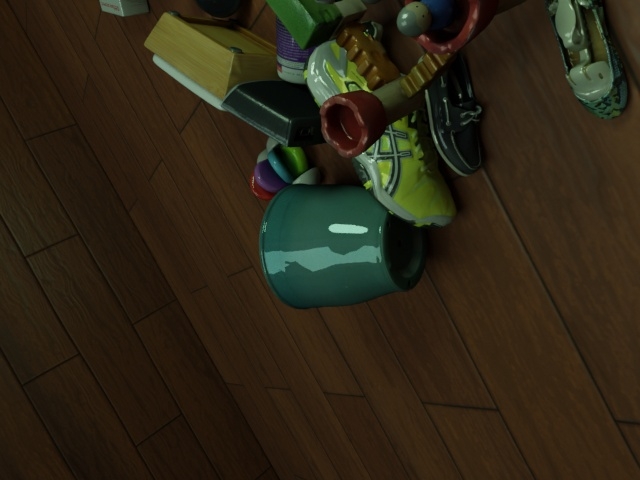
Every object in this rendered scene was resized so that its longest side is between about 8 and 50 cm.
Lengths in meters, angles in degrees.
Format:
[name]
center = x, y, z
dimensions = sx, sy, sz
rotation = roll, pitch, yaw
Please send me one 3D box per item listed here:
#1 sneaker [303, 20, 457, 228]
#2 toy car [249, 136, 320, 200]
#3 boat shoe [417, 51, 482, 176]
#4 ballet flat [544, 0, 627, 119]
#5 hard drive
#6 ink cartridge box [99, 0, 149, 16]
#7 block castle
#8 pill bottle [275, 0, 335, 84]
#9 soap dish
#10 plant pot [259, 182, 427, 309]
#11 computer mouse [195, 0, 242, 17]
[sneaker]
center = 0.125, -0.189, 0.834
dimensions = 0.147, 0.145, 0.384
rotation = -32, 98, 39
[toy car]
center = -0.101, -0.157, 1.158
dimensions = 0.159, 0.136, 0.182
rotation = 56, 147, 6
[boat shoe]
center = 0.214, -0.200, 0.762
dimensions = 0.065, 0.075, 0.206
rotation = -9, 104, 59
[ballet flat]
center = 0.321, -0.232, 0.602
dimensions = 0.070, 0.070, 0.188
rotation = -10, 107, 56
[hard drive]
center = -0.043, -0.241, 0.905
dimensions = 0.172, 0.255, 0.054
rotation = 34, 121, 18
[ink cartridge box]
center = -0.572, -0.746, 1.366
dimensions = 0.148, 0.086, 0.203
rotation = 30, 137, 37
[block castle]
center = 0.000, -0.356, 0.584
dimensions = 0.453, 0.213, 0.303
rotation = 55, 148, 3
[pill bottle]
center = -0.028, -0.397, 0.895
dimensions = 0.108, 0.108, 0.193
rotation = 35, 141, 32
[soap dish]
center = -0.195, -0.383, 1.040
dimensions = 0.291, 0.229, 0.118
rotation = 38, 125, 29
[plant pot]
center = 0.063, 0.007, 0.981
dimensions = 0.255, 0.272, 0.271
rotation = -3, 114, 37
[computer mouse]
center = -0.219, -0.602, 0.995
dimensions = 0.189, 0.072, 0.272
rotation = 1, 135, 6
